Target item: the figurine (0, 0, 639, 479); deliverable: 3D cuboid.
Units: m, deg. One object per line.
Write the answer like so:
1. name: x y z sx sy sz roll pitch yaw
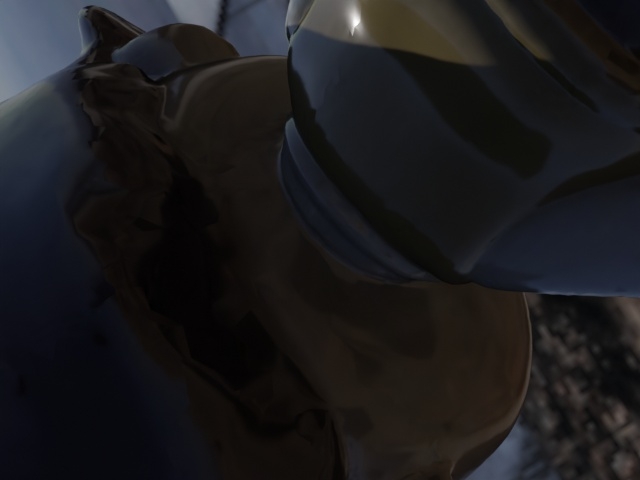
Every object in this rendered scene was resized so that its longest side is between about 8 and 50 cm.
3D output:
1. figurine: 0.011 -0.008 0.506 0.218 0.365 0.206 49 -159 7
